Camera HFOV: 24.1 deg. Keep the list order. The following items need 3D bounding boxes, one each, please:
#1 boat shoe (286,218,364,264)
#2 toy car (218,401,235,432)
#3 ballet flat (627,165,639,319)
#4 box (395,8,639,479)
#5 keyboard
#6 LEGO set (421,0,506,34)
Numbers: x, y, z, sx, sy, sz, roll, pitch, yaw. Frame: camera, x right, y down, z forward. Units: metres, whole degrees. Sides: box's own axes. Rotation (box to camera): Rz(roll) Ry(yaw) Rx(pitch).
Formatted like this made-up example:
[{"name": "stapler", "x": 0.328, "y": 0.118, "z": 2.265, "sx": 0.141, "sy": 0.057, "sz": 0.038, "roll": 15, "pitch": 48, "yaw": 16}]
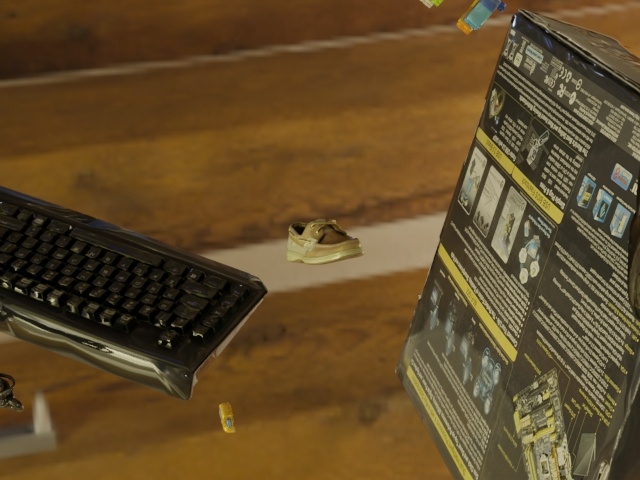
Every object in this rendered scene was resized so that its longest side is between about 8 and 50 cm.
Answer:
[{"name": "boat shoe", "x": 0.000, "y": 0.000, "z": 1.555, "sx": 0.050, "sy": 0.045, "sz": 0.135, "roll": -10, "pitch": -175, "yaw": -30}, {"name": "toy car", "x": -0.103, "y": 0.189, "z": 1.249, "sx": 0.060, "sy": 0.040, "sz": 0.122, "roll": 1, "pitch": -117, "yaw": 1}, {"name": "ballet flat", "x": 0.172, "y": -0.001, "z": 0.713, "sx": 0.049, "sy": 0.173, "sz": 0.057, "roll": 4, "pitch": -113, "yaw": 9}, {"name": "box", "x": 0.174, "y": 0.038, "z": 1.015, "sx": 0.097, "sy": 0.318, "sz": 0.395, "roll": 14, "pitch": -165, "yaw": -15}, {"name": "keyboard", "x": -0.216, "y": 0.035, "z": 1.018, "sx": 0.317, "sy": 0.033, "sz": 0.201, "roll": 18, "pitch": -137, "yaw": 20}, {"name": "LEGO set", "x": 0.181, "y": -0.300, "z": 1.748, "sx": 0.087, "sy": 0.093, "sz": 0.227, "roll": 40, "pitch": -177, "yaw": -3}]
